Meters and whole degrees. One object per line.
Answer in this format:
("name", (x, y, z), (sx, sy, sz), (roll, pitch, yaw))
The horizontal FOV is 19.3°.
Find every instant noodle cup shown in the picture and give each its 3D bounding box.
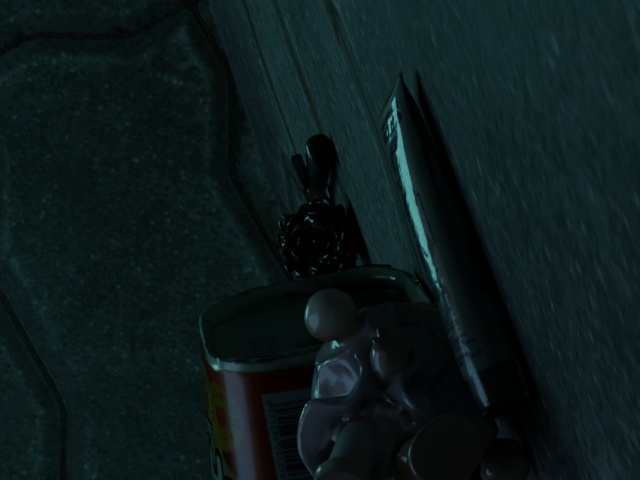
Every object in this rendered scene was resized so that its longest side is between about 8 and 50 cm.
("instant noodle cup", (0.020, 0.202, 1.633), (0.294, 0.293, 0.308), (-120, 20, -72))

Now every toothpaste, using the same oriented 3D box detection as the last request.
("toothpaste", (0.083, 0.003, 1.250), (0.062, 0.039, 0.239), (111, 143, -65))

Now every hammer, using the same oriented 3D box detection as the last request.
("hammer", (-0.001, -0.071, 2.161), (0.288, 0.033, 0.111), (97, 154, -80))

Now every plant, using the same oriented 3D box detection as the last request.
("plant", (0.000, 0.000, 2.101), (0.143, 0.092, 0.094), (-8, -93, -88))

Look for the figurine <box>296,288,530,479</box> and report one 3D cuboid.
("figurine", (0.052, 0.125, 1.312), (0.200, 0.133, 0.276), (40, -166, -4))
